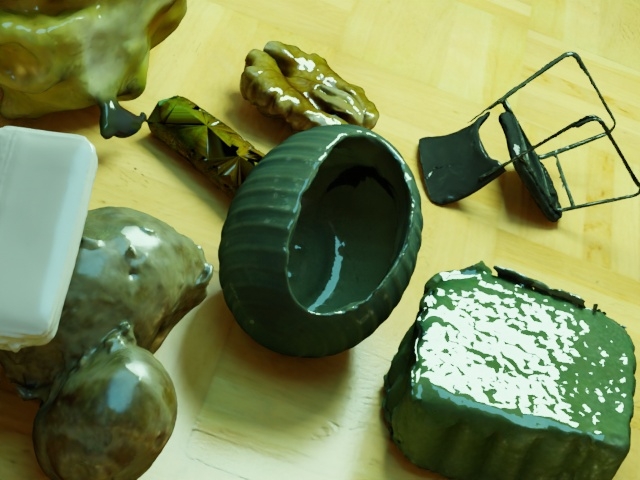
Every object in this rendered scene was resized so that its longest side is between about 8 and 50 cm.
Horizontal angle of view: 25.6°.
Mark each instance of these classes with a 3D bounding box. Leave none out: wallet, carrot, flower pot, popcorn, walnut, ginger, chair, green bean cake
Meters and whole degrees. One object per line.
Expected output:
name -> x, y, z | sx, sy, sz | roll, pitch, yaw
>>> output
wallet -> -0.239, -0.002, 1.130 | 0.095, 0.033, 0.190 | 6, 67, 4
carrot -> -0.098, -0.082, 1.526 | 0.229, 0.069, 0.069 | 39, 41, 23
flower pot -> 0.000, 0.000, 1.370 | 0.189, 0.157, 0.243 | 35, 57, -15
popcorn -> -0.258, -0.276, 1.496 | 0.281, 0.297, 0.316 | 31, 68, 16
walnut -> -0.020, -0.165, 1.657 | 0.170, 0.069, 0.143 | 40, 40, 19
ginger -> -0.262, 0.044, 1.212 | 0.375, 0.176, 0.256 | 30, 54, 9
chair -> 0.245, -0.095, 1.682 | 0.145, 0.221, 0.140 | 52, 20, -37
green bean cake -> 0.181, 0.136, 1.355 | 0.227, 0.125, 0.222 | 20, 40, 0
